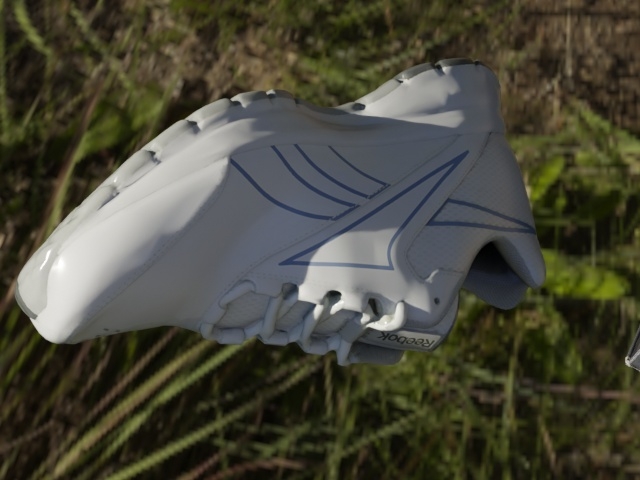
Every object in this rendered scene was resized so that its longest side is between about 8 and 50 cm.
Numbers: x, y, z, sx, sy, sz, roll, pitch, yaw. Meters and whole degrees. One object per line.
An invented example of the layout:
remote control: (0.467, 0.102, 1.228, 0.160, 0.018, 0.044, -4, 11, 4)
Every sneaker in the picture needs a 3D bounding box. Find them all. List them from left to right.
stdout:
sneaker: (0.000, 0.000, 0.770, 0.111, 0.297, 0.129, -41, 71, 50)

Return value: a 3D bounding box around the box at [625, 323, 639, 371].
box: (0.332, -0.073, 1.143, 0.073, 0.293, 0.295, 27, 150, 3)
